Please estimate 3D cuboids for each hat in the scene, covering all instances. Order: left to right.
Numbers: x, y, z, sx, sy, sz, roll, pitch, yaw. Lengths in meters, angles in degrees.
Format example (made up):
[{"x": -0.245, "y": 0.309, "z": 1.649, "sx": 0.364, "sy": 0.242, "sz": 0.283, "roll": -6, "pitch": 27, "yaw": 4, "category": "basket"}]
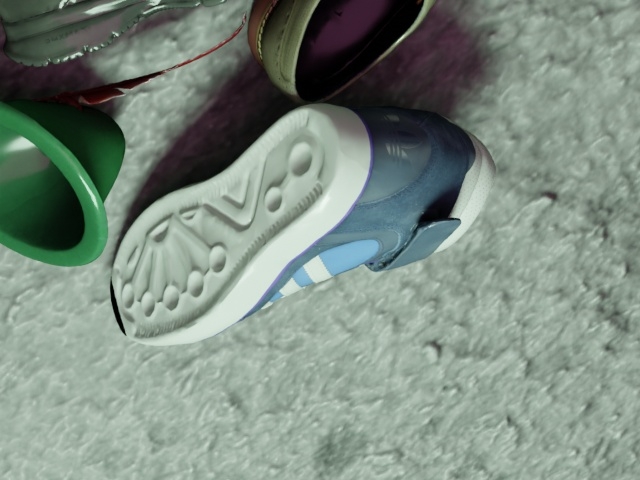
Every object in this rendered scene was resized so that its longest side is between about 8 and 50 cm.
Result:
[{"x": -0.190, "y": -0.097, "z": 1.170, "sx": 0.209, "sy": 0.183, "sz": 0.173, "roll": 21, "pitch": 141, "yaw": 20, "category": "hat"}]

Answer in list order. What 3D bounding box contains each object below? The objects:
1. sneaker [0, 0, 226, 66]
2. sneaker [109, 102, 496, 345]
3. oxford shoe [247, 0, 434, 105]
[{"x": -0.122, "y": -0.233, "z": 1.075, "sx": 0.286, "sy": 0.109, "sz": 0.130, "roll": -22, "pitch": 113, "yaw": -3, "category": "sneaker"}, {"x": 0.000, "y": -0.001, "z": 1.208, "sx": 0.236, "sy": 0.130, "sz": 0.323, "roll": 6, "pitch": 148, "yaw": -44, "category": "sneaker"}, {"x": 0.083, "y": -0.240, "z": 1.100, "sx": 0.123, "sy": 0.130, "sz": 0.348, "roll": 30, "pitch": 107, "yaw": -25, "category": "oxford shoe"}]
